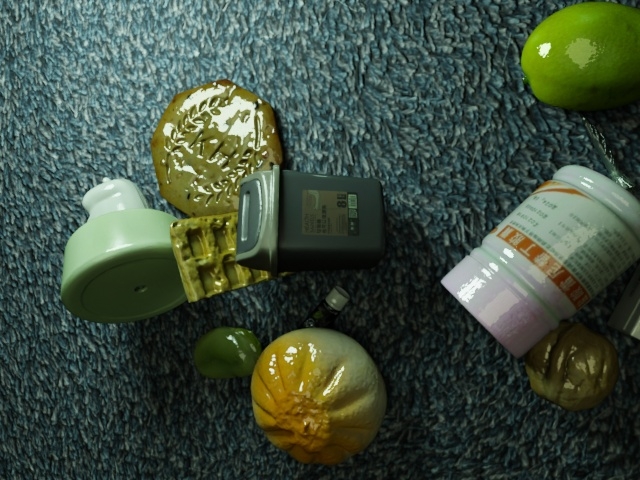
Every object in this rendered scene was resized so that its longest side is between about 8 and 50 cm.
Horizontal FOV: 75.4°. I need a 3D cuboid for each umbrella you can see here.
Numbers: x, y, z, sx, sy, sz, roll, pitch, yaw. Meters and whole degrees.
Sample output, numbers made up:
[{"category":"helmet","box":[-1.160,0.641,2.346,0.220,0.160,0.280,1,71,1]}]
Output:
[{"category":"umbrella","box":[0.568,-0.145,0.809,0.044,0.044,0.269,-25,82,-16]}]

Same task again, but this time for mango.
[{"category":"mango","box":[0.519,-0.334,0.769,0.272,0.149,0.186,14,91,8]}]

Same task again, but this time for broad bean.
[{"category":"broad bean","box":[-0.215,0.264,0.967,0.174,0.082,0.125,-3,90,12]}]

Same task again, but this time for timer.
[{"category":"timer","box":[-0.450,-0.012,0.958,0.290,0.291,0.315,-35,61,11]}]

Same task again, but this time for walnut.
[{"category":"walnut","box":[0.468,0.233,0.779,0.166,0.149,0.167,-5,83,47]}]

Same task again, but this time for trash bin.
[{"category":"trash bin","box":[-0.022,-0.035,0.845,0.290,0.182,0.210,2,72,-6]}]

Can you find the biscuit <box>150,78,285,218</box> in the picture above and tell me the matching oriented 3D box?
[{"category":"biscuit","box":[-0.256,-0.214,1.004,0.358,0.046,0.359,0,88,13]}]

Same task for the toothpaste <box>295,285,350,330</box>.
[{"category":"toothpaste","box":[-0.005,0.191,0.941,0.071,0.045,0.193,41,104,9]}]

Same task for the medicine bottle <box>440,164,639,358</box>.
[{"category":"medicine bottle","box":[0.405,0.041,0.762,0.202,0.202,0.316,45,99,10]}]

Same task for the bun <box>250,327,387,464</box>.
[{"category":"bun","box":[-0.013,0.339,0.862,0.298,0.165,0.299,2,99,15]}]

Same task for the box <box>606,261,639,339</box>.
[{"category":"box","box":[0.702,0.133,0.736,0.260,0.111,0.195,26,96,10]}]

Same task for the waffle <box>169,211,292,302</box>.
[{"category":"waffle","box":[-0.182,0.023,0.883,0.057,0.274,0.168,-24,83,45]}]
